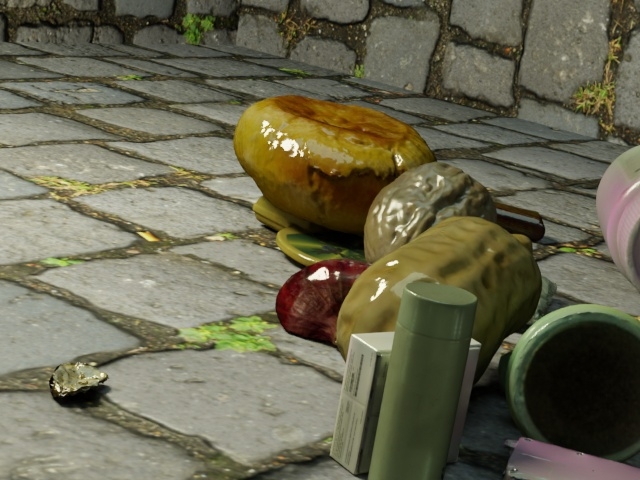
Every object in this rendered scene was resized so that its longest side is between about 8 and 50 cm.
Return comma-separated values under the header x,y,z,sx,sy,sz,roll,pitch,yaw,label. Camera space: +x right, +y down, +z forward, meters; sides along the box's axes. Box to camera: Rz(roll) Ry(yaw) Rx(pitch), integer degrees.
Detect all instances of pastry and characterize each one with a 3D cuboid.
x,y,z,sx,sy,sz,roll,pitch,yaw,label
0.025,-0.119,2.160,0.356,0.164,0.356,15,20,-5,pastry

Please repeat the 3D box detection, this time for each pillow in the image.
x,y,z,sx,sy,sz,roll,pitch,yaw,label
0.269,0.073,1.953,0.128,0.051,0.229,17,16,11,pillow

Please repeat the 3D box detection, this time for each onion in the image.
x,y,z,sx,sy,sz,roll,pitch,yaw,label
0.045,0.077,1.702,0.205,0.098,0.151,11,13,4,onion

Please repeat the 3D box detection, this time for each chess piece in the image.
x,y,z,sx,sy,sz,roll,pitch,yaw,label
0.288,0.151,1.523,0.175,0.176,0.298,11,1,7,chess piece

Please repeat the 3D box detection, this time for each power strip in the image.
x,y,z,sx,sy,sz,roll,pitch,yaw,label
0.305,0.252,1.304,0.278,0.038,0.109,13,15,15,power strip

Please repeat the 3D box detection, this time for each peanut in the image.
x,y,z,sx,sy,sz,roll,pitch,yaw,label
0.147,0.077,1.559,0.169,0.192,0.387,34,30,18,peanut

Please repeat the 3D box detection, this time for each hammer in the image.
x,y,z,sx,sy,sz,roll,pitch,yaw,label
0.202,-0.078,2.427,0.408,0.095,0.242,13,14,7,hammer

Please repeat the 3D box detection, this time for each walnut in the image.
x,y,z,sx,sy,sz,roll,pitch,yaw,label
0.151,-0.011,1.949,0.178,0.178,0.230,16,46,24,walnut

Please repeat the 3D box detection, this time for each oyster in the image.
x,y,z,sx,sy,sz,roll,pitch,yaw,label
-0.252,0.147,1.401,0.054,0.019,0.083,13,13,7,oyster

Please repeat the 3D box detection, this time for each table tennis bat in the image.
x,y,z,sx,sy,sz,roll,pitch,yaw,label
0.000,0.000,2.093,0.198,0.050,0.321,-2,22,-38,table tennis bat

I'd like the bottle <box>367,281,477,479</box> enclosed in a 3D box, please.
x,y,z,sx,sy,sz,roll,pitch,yaw,label
0.094,0.143,1.262,0.072,0.202,0.072,9,14,-2,bottle

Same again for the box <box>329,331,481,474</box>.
x,y,z,sx,sy,sz,roll,pitch,yaw,label
0.085,0.158,1.345,0.129,0.130,0.051,-1,19,-34,box

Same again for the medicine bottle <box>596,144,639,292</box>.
x,y,z,sx,sy,sz,roll,pitch,yaw,label
0.566,-0.027,2.191,0.219,0.219,0.388,10,13,4,medicine bottle
